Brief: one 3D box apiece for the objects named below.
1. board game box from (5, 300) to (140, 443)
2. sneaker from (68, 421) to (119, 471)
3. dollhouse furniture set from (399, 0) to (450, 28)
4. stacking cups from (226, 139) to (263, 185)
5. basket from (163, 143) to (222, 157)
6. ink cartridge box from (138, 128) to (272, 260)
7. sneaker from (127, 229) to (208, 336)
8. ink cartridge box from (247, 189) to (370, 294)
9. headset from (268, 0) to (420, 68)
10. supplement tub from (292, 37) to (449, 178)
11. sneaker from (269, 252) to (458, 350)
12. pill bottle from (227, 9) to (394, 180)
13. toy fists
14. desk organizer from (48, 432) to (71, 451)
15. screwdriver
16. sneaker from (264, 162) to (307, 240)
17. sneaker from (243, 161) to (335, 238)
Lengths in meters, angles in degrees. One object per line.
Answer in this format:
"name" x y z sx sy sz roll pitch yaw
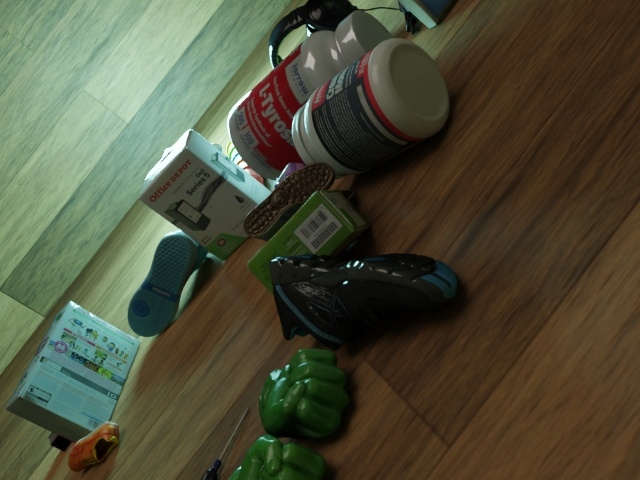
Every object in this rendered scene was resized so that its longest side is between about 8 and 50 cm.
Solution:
"board game box" -0.623 0.340 1.705 0.097 0.224 0.303 -37 27 35
"sneaker" -0.528 0.486 1.526 0.175 0.064 0.067 -45 34 22
"dollhouse furniture set" 0.259 -0.636 1.404 0.198 0.286 0.303 -53 12 -3
"stacking cups" -0.207 -0.216 1.916 0.096 0.096 0.316 -48 27 9
"basket" -0.354 -0.133 1.908 0.254 0.201 0.289 11 101 62
"ink cartridge box" -0.283 -0.111 1.660 0.198 0.272 0.115 -42 25 23
"sneaker" -0.395 0.101 1.787 0.319 0.127 0.208 -59 1 18
"ink cartridge box" 0.000 0.000 1.233 0.189 0.097 0.255 -45 -8 16
"headset" 0.058 -0.513 1.709 0.394 0.243 0.185 -24 58 17
"supplement tub" 0.091 -0.242 1.269 0.272 0.191 0.191 -24 36 47
"sneaker" 0.060 0.091 0.983 0.340 0.125 0.140 -2 92 48
"pill bottle" -0.010 -0.328 1.527 0.407 0.229 0.229 -34 29 36
"toy fists" -0.044 0.274 0.905 0.142 0.096 0.279 -25 33 44
"desk organizer" -0.675 0.498 1.793 0.130 0.047 0.050 -56 26 -8
"screwdriver" -0.160 0.351 1.098 0.170 0.024 0.025 -60 -5 -23
"sneaker" -0.066 -0.078 1.359 0.236 0.095 0.105 126 135 -55
"sneaker" -0.051 -0.068 1.216 0.192 0.064 0.086 -37 -17 4
